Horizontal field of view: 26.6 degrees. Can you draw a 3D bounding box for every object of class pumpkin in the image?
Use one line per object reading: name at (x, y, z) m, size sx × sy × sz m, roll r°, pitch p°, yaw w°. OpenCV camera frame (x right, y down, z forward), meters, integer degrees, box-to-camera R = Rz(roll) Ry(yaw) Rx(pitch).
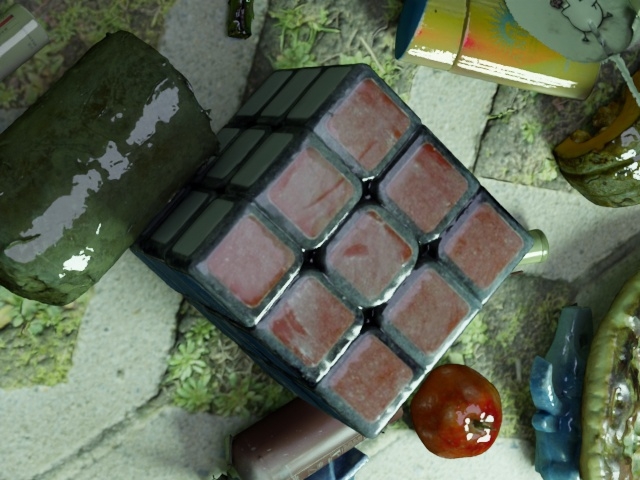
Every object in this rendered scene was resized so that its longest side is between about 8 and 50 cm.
pumpkin at (0.447, -0.146, 1.819) m, size 0.248 × 0.126 × 0.131 m, roll -46°, pitch 111°, yaw -12°

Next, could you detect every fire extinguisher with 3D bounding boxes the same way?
fire extinguisher at (-0.031, 0.249, 1.686) m, size 0.269 × 0.105 × 0.104 m, roll -30°, pitch 105°, yaw -15°

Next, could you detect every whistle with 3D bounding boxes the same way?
whistle at (-0.059, 0.372, 1.712) m, size 0.304 × 0.062 × 0.062 m, roll -42°, pitch 108°, yaw -13°
whistle at (0.341, 0.221, 1.836) m, size 0.180 × 0.093 × 0.269 m, roll 0°, pitch 96°, yaw -44°

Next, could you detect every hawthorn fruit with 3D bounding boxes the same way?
hawthorn fruit at (0.177, 0.227, 1.760) m, size 0.125 × 0.140 × 0.125 m, roll 3°, pitch 113°, yaw 7°

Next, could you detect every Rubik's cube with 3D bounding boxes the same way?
Rubik's cube at (0.000, 0.000, 1.568) m, size 0.304 × 0.301 × 0.305 m, roll -47°, pitch 110°, yaw -10°

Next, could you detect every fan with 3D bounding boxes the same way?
fan at (0.366, -0.261, 1.756) m, size 0.233 × 0.012 × 0.414 m, roll -23°, pitch 81°, yaw -27°

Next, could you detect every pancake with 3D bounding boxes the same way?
pancake at (0.472, 0.171, 1.860) m, size 0.305 × 0.067 × 0.426 m, roll 27°, pitch 72°, yaw -39°

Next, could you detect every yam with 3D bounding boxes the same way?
yam at (-0.270, -0.071, 1.513) m, size 0.300 × 0.195 × 0.195 m, roll -47°, pitch 109°, yaw -12°

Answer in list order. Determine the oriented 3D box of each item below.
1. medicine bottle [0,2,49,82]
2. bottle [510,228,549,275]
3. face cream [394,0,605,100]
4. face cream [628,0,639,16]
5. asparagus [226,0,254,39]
medicine bottle at (-0.410, -0.173, 1.517) m, size 0.231 × 0.059 × 0.059 m, roll -43°, pitch 109°, yaw -13°
bottle at (0.250, 0.013, 1.806) m, size 0.101 × 0.047 × 0.063 m, roll -10°, pitch 61°, yaw -16°
face cream at (0.233, -0.273, 1.752) m, size 0.285 × 0.067 × 0.139 m, roll 9°, pitch 86°, yaw -22°
face cream at (0.393, -0.405, 1.781) m, size 0.114 × 0.070 × 0.224 m, roll -22°, pitch 74°, yaw -21°
asparagus at (-0.087, -0.327, 1.643) m, size 0.036 × 0.030 × 0.165 m, roll 11°, pitch 94°, yaw 2°
